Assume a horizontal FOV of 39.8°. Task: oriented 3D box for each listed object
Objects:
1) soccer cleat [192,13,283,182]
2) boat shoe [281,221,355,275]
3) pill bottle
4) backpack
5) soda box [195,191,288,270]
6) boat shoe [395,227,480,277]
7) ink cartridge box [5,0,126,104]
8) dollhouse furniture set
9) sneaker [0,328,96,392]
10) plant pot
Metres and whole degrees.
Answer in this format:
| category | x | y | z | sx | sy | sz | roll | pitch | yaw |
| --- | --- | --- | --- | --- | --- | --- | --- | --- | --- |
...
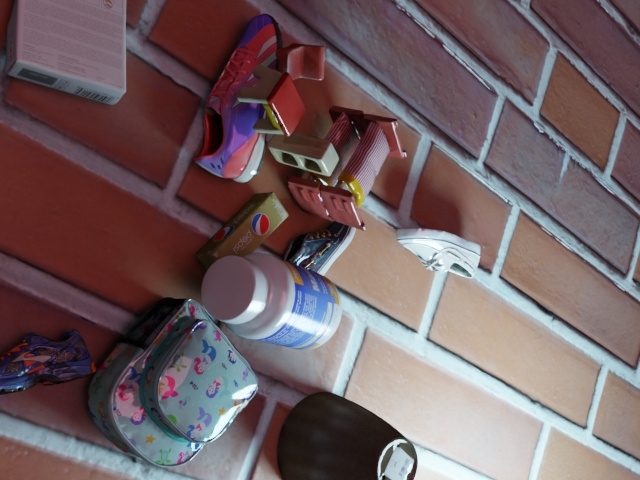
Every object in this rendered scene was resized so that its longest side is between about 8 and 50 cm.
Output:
| category | x | y | z | sx | sy | sz | roll | pitch | yaw |
| --- | --- | --- | --- | --- | --- | --- | --- | --- | --- |
| soccer cleat | -0.149 | -0.270 | 1.609 | 0.116 | 0.108 | 0.318 | 14 | 84 | -36 |
| boat shoe | 0.000 | 0.000 | 1.751 | 0.083 | 0.065 | 0.183 | 49 | 62 | -30 |
| pill bottle | -0.087 | 0.106 | 1.575 | 0.272 | 0.152 | 0.152 | 25 | 73 | -58 |
| backpack | -0.248 | 0.247 | 1.480 | 0.253 | 0.191 | 0.225 | -46 | 118 | -24 |
| soda box | -0.144 | -0.012 | 1.636 | 0.181 | 0.061 | 0.058 | -47 | 117 | -29 |
| boat shoe | 0.265 | 0.030 | 1.950 | 0.258 | 0.095 | 0.084 | 14 | 77 | -37 |
| ink cartridge box | -0.409 | -0.354 | 1.441 | 0.189 | 0.066 | 0.232 | 12 | 61 | -38 |
| dollhouse furniture set | 0.017 | -0.207 | 1.621 | 0.201 | 0.152 | 0.374 | -61 | 150 | -21 |
| sneaker | -0.463 | 0.189 | 1.375 | 0.221 | 0.083 | 0.087 | -5 | 79 | -43 |
| plant pot | 0.071 | 0.414 | 1.702 | 0.215 | 0.230 | 0.216 | 0 | 89 | -40 |
